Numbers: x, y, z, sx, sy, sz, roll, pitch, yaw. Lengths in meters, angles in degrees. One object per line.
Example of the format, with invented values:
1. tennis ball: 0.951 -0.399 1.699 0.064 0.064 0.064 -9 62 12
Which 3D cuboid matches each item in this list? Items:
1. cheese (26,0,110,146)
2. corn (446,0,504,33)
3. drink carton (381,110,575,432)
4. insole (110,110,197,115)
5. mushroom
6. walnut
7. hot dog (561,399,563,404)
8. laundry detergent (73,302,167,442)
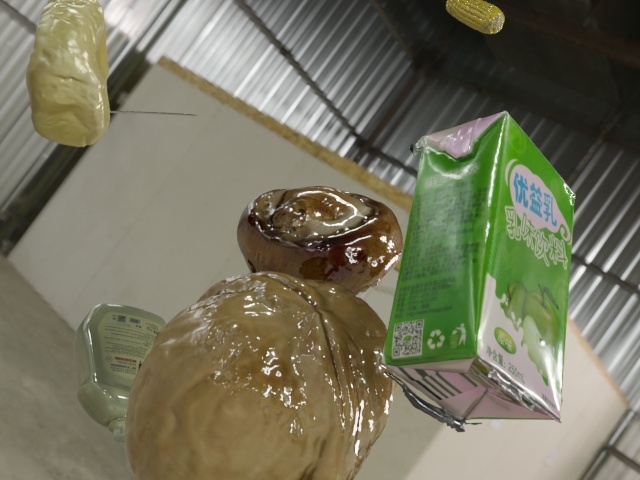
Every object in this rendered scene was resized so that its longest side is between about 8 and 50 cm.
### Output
1. cheese: -0.381 -0.267 1.259 0.117 0.214 0.226 4 -38 -13
2. corn: 0.366 -0.541 1.939 0.067 0.067 0.206 38 6 -38
3. drink carton: 0.156 0.031 0.783 0.108 0.271 0.161 -14 -40 39
4. insole: -0.351 -0.246 1.577 0.231 0.003 0.080 4 6 13
5. mushroom: 0.000 0.000 1.226 0.253 0.154 0.253 3 26 -1
6. walnut: -0.066 0.174 0.883 0.277 0.313 0.252 16 36 -19
7. hot dog: 0.291 0.209 1.206 0.147 0.065 0.099 26 -10 5
8. laundry detergent: -0.338 0.234 1.414 0.181 0.091 0.253 17 39 -27
